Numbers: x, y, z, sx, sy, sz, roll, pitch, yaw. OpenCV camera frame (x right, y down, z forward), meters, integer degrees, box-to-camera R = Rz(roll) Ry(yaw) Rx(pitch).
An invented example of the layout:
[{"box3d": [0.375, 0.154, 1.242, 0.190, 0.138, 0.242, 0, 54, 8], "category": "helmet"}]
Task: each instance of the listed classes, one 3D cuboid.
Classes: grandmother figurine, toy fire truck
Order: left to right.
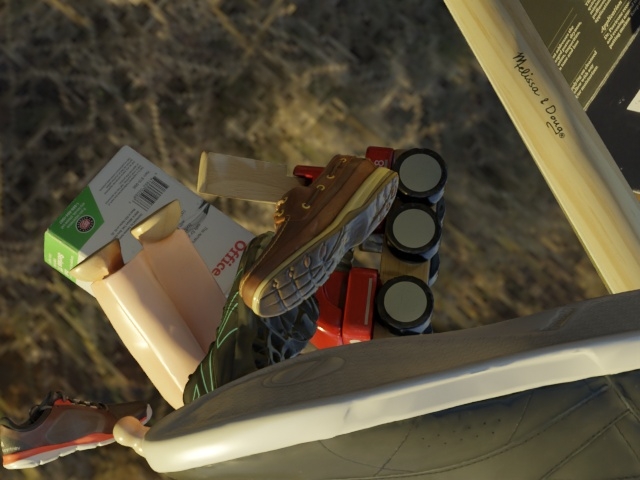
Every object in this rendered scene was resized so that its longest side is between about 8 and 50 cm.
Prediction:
[{"box3d": [-0.099, 0.142, 1.483, 0.208, 0.342, 0.104, -33, -174, 13], "category": "grandmother figurine"}, {"box3d": [0.000, 0.000, 1.615, 0.158, 0.246, 0.217, 81, 16, -68], "category": "toy fire truck"}]

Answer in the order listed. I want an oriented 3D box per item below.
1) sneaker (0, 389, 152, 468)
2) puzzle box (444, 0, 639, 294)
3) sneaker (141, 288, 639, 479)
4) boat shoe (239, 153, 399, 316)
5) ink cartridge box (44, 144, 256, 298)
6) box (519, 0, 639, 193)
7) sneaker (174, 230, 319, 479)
[{"box3d": [-0.239, 0.173, 1.540, 0.158, 0.064, 0.061, -16, 179, -31], "category": "sneaker"}, {"box3d": [0.199, -0.067, 1.269, 0.052, 0.408, 0.272, -30, 164, 7], "category": "puzzle box"}, {"box3d": [0.067, 0.121, 0.770, 0.296, 0.146, 0.104, -11, -168, 2], "category": "sneaker"}, {"box3d": [-0.010, -0.007, 1.214, 0.178, 0.060, 0.064, -44, 157, -37], "category": "boat shoe"}, {"box3d": [-0.191, 0.014, 1.825, 0.153, 0.208, 0.087, -50, 171, -28], "category": "ink cartridge box"}, {"box3d": [0.371, -0.290, 1.902, 0.179, 0.312, 0.343, 9, 131, -26], "category": "box"}, {"box3d": [-0.073, 0.103, 1.386, 0.106, 0.267, 0.101, -23, 129, 30], "category": "sneaker"}]
